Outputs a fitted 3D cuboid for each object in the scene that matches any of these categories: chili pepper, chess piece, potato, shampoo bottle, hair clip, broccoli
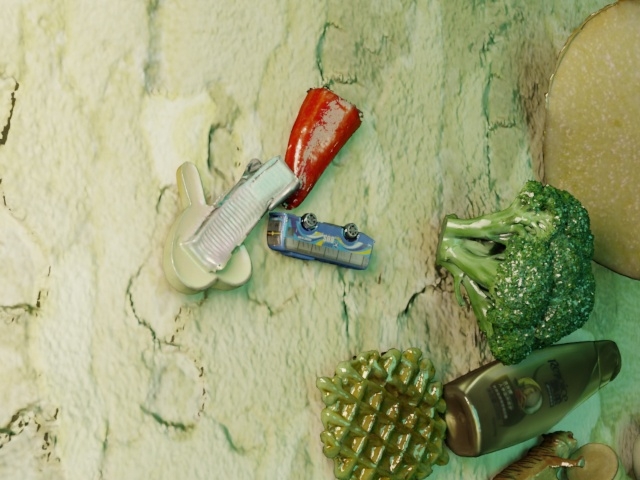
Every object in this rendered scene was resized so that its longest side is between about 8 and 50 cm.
[{"bbox_3d":[-0.012,-0.114,1.297,0.088,0.065,0.169,29,72,-11],"label":"chili pepper"},{"bbox_3d":[0.474,0.416,1.561,0.200,0.090,0.090,51,59,-31],"label":"chess piece"},{"bbox_3d":[0.589,-0.176,1.535,0.319,0.385,0.442,-22,107,-47],"label":"potato"},{"bbox_3d":[0.328,0.226,1.473,0.350,0.084,0.126,-12,89,-36],"label":"shampoo bottle"},{"bbox_3d":[-0.123,-0.027,1.198,0.159,0.071,0.218,47,56,-14],"label":"hair clip"},{"bbox_3d":[0.280,0.044,1.389,0.241,0.269,0.262,19,94,3],"label":"broccoli"}]

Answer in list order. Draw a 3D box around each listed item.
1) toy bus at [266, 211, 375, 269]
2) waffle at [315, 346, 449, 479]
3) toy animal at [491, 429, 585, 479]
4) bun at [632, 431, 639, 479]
[{"bbox_3d":[0.000,0.000,1.293,0.153,0.051,0.061,13,82,-33],"label":"toy bus"},{"bbox_3d":[0.088,0.247,1.318,0.214,0.054,0.208,-17,94,-35],"label":"waffle"},{"bbox_3d":[0.316,0.360,1.444,0.241,0.099,0.057,-28,115,-29],"label":"toy animal"},{"bbox_3d":[0.595,0.358,1.620,0.172,0.120,0.173,-4,105,-16],"label":"bun"}]
